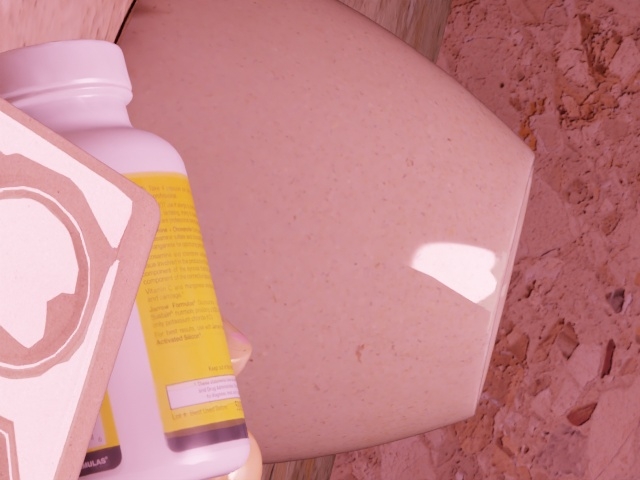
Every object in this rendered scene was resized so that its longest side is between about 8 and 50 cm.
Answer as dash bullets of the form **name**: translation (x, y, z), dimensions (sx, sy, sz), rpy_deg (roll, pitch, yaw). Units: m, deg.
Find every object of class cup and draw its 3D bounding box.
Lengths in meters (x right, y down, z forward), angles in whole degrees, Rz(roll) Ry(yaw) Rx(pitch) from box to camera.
- **cup**: translation (0.000, 0.000, 1.102), dimensions (0.331, 0.237, 0.331), rpy_deg (13, 90, -82)

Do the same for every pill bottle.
- **pill bottle**: translation (-0.097, 0.016, 0.735), dimensions (0.103, 0.103, 0.184), rpy_deg (40, 37, -82)

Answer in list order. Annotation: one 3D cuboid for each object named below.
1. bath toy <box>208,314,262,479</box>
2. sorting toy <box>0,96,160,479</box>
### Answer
- **bath toy**: translation (-0.121, 0.187, 0.980), dimensions (0.129, 0.151, 0.348), rpy_deg (-114, -149, -54)
- **sorting toy**: translation (-0.147, 0.034, 0.587), dimensions (0.208, 0.038, 0.193), rpy_deg (37, 62, -47)
